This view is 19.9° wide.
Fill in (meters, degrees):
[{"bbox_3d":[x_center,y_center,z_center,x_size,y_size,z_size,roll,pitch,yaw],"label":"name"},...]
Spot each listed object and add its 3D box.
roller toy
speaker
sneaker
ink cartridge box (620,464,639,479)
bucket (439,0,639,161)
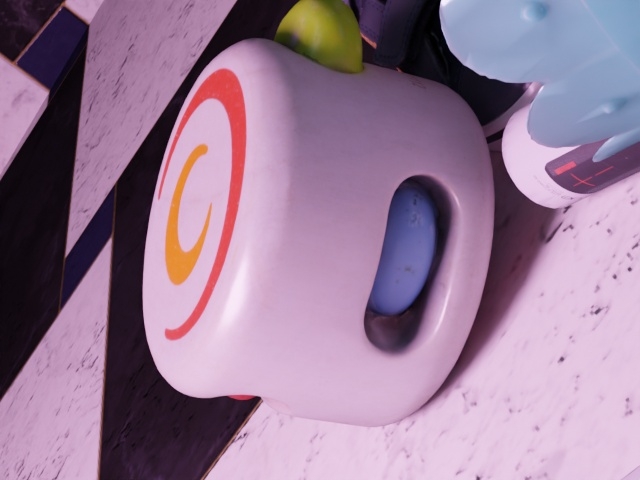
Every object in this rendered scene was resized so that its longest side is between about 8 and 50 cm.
[{"bbox_3d":[0.000,0.000,0.960,0.209,0.146,0.191,124,150,-44],"label":"roller toy"},{"bbox_3d":[0.141,-0.058,0.833,0.136,0.055,0.055,-28,38,58],"label":"speaker"},{"bbox_3d":[0.064,-0.153,1.062,0.126,0.127,0.321,-56,21,13],"label":"sneaker"},{"bbox_3d":[0.071,0.204,0.635,0.371,0.069,0.176,-44,26,36],"label":"ink cartridge box"},{"bbox_3d":[0.135,-0.185,0.657,0.183,0.281,0.281,-21,38,27],"label":"bucket"}]
